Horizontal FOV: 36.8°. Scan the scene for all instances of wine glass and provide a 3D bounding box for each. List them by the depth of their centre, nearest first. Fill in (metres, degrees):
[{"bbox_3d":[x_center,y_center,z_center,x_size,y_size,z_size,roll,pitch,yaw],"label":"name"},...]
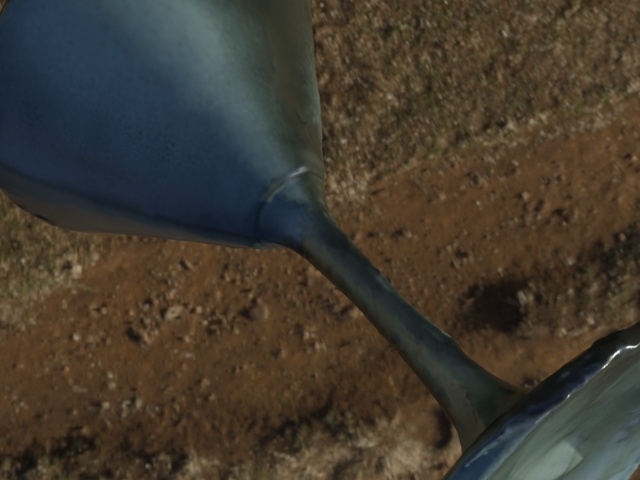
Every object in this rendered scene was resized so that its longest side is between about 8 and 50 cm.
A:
[{"bbox_3d":[0.000,0.000,0.574,0.267,0.406,0.267,-29,145,-23],"label":"wine glass"}]
